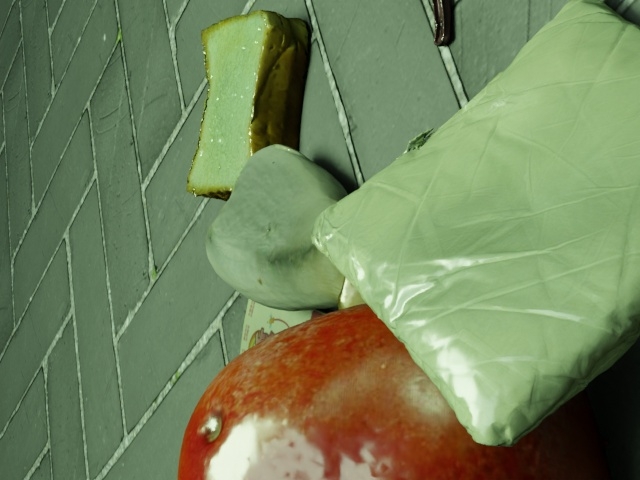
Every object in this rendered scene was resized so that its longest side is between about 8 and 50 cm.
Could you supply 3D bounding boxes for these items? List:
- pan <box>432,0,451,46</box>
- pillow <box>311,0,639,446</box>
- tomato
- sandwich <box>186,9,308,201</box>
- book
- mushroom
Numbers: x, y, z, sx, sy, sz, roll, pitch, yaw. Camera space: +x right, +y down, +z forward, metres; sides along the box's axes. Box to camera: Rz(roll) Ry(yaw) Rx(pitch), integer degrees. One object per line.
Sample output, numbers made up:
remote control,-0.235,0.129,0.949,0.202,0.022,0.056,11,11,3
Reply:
pan,0.101,-0.280,1.019,0.115,0.040,0.212,159,116,-63
pillow,0.152,-0.028,0.727,0.280,0.076,0.274,-40,37,0
tomato,0.033,0.174,0.756,0.338,0.143,0.338,-9,67,21
sandwich,-0.087,-0.153,1.293,0.186,0.065,0.215,5,88,61
book,-0.031,0.144,1.160,0.232,0.022,0.162,17,97,60
mushroom,0.000,0.000,1.043,0.328,0.122,0.159,18,107,60
